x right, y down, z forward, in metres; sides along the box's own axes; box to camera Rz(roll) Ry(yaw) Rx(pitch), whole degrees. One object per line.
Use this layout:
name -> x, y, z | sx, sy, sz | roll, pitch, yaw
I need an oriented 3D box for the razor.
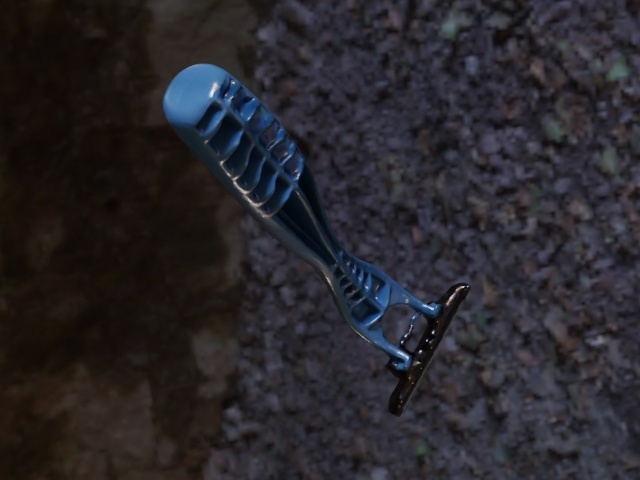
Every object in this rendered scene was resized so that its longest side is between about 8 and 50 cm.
razor -> 0.000, 0.000, 0.599 | 0.042, 0.082, 0.253 | 21, 164, 35
